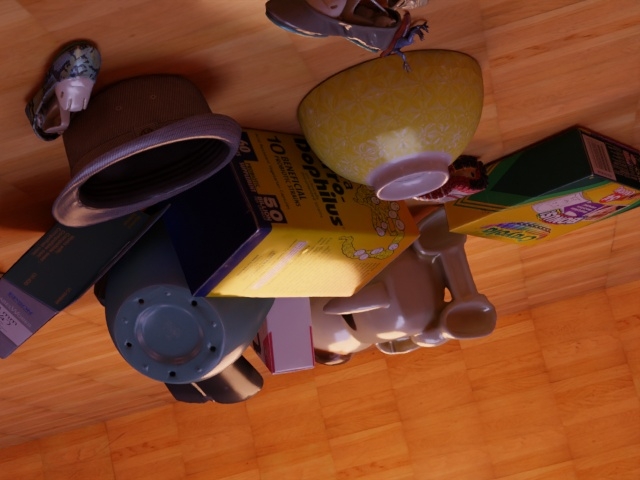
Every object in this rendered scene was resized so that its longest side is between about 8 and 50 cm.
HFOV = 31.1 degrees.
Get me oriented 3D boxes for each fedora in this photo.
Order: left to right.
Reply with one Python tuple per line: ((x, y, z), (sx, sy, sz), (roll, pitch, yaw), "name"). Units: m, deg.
((-0.250, -0.135, 1.553), (0.275, 0.124, 0.244), (-24, 166, 1), "fedora")

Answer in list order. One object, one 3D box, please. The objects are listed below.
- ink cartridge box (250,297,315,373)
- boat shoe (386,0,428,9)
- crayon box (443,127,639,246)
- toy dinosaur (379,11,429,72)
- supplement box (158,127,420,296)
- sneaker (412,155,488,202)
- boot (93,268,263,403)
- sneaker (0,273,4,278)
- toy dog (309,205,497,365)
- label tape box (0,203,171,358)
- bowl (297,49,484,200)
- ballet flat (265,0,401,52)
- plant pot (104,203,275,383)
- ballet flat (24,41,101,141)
((-0.094, 0.169, 2.476), (0.100, 0.172, 0.237), (-8, -168, -14), "ink cartridge box")
((0.100, -0.314, 1.363), (0.048, 0.056, 0.153), (-19, 171, 2), "boat shoe")
((0.466, -0.094, 2.307), (0.313, 0.106, 0.363), (-24, 161, 32), "crayon box")
((0.107, -0.275, 1.563), (0.082, 0.047, 0.090), (-13, 133, 33), "toy dinosaur")
((-0.049, -0.039, 1.859), (0.356, 0.194, 0.195), (2, 145, -44), "supplement box")
((0.204, -0.101, 2.109), (0.225, 0.088, 0.092), (0, 161, -38), "sneaker")
((-0.214, 0.210, 2.330), (0.367, 0.146, 0.445), (10, 147, 25), "boot")
((-0.614, 0.105, 2.187), (0.086, 0.085, 0.237), (12, 169, 6), "sneaker")
((0.114, 0.144, 2.478), (0.395, 0.285, 0.408), (-27, -176, -39), "toy dog")
((-0.410, 0.035, 1.829), (0.333, 0.106, 0.240), (-33, -166, 51), "label tape box")
((0.122, -0.153, 1.742), (0.289, 0.156, 0.289), (-13, 163, -4), "bowl")
((0.020, -0.283, 1.410), (0.213, 0.072, 0.068), (4, 129, -48), "ballet flat")
((-0.231, 0.104, 1.935), (0.293, 0.293, 0.235), (-17, -159, 14), "plant pot")
((-0.320, -0.181, 1.454), (0.070, 0.070, 0.188), (-4, 161, -30), "ballet flat")
